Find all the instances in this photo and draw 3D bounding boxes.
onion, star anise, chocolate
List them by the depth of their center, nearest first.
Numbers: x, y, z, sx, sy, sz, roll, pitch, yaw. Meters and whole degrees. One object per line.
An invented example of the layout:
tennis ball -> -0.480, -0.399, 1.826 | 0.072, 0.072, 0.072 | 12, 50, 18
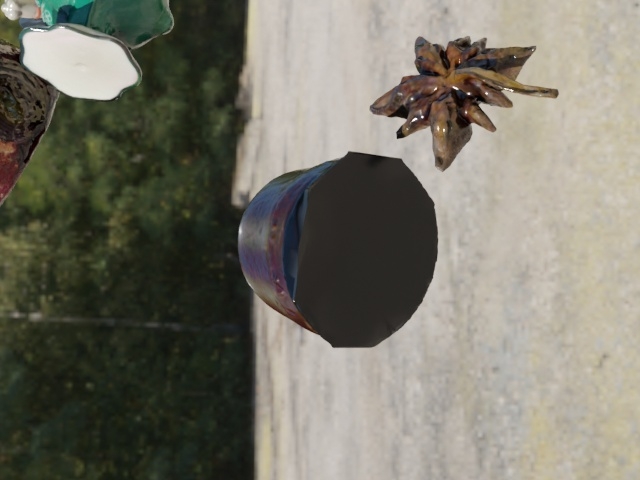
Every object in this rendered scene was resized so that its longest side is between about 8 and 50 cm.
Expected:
onion -> -0.619, -0.211, 1.985 | 0.282, 0.260, 0.337 | -12, 52, 54
star anise -> 0.254, -0.282, 2.117 | 0.292, 0.109, 0.349 | -50, 49, 11
chocolate -> 0.000, 0.000, 2.234 | 0.331, 0.383, 0.384 | 13, 103, 49

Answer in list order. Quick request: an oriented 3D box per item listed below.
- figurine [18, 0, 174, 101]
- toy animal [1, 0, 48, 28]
figurine -> -0.326, -0.402, 1.741 | 0.323, 0.231, 0.340 | 122, 158, -65
toy animal -> -0.419, -0.397, 2.045 | 0.138, 0.282, 0.140 | 60, 154, 5
